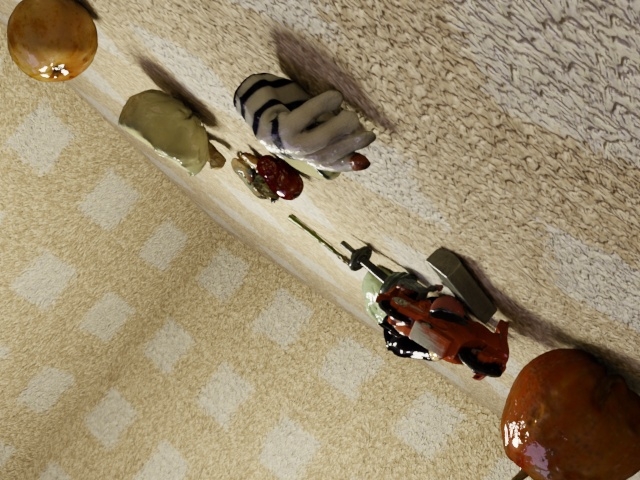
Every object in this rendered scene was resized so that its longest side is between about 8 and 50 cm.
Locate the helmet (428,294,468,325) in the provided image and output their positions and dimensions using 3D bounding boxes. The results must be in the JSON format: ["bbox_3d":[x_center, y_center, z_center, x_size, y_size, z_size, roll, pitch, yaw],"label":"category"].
[{"bbox_3d":[0.269,0.139,1.550,0.084,0.049,0.065,16,158,12],"label":"helmet"}]

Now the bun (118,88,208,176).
[{"bbox_3d":[-0.384,-0.287,1.929,0.259,0.152,0.259,34,179,1],"label":"bun"}]

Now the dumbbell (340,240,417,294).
[{"bbox_3d":[0.141,0.079,1.923,0.254,0.110,0.110,41,174,27],"label":"dumbbell"}]

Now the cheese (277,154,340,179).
[{"bbox_3d":[-0.047,-0.171,1.488,0.127,0.054,0.251,41,172,-22],"label":"cheese"}]

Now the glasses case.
[{"bbox_3d":[0.289,0.092,1.525,0.205,0.047,0.071,45,178,-43],"label":"glasses case"}]

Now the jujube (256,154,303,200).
[{"bbox_3d":[-0.096,-0.147,1.754,0.129,0.077,0.077,41,173,17],"label":"jujube"}]

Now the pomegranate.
[{"bbox_3d":[-0.621,-0.469,1.747,0.207,0.207,0.207,37,172,6],"label":"pomegranate"}]

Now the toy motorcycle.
[{"bbox_3d":[0.280,0.197,1.643,0.326,0.148,0.221,32,-161,32],"label":"toy motorcycle"}]

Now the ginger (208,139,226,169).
[{"bbox_3d":[-0.372,-0.285,2.129,0.334,0.081,0.148,32,174,31],"label":"ginger"}]

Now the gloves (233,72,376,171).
[{"bbox_3d":[-0.023,-0.169,1.158,0.218,0.131,0.140,45,176,13],"label":"gloves"}]

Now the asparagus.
[{"bbox_3d":[0.000,0.000,2.324,0.248,0.024,0.025,38,-146,-1],"label":"asparagus"}]

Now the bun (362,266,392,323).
[{"bbox_3d":[0.194,0.174,2.106,0.212,0.126,0.204,39,170,-6],"label":"bun"}]

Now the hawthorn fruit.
[{"bbox_3d":[0.461,0.364,1.425,0.277,0.298,0.277,42,-175,-4],"label":"hawthorn fruit"}]

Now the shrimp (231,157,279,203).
[{"bbox_3d":[-0.174,-0.170,2.027,0.145,0.059,0.254,51,172,-21],"label":"shrimp"}]

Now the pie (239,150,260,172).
[{"bbox_3d":[-0.133,-0.174,1.902,0.170,0.034,0.092,33,170,-6],"label":"pie"}]

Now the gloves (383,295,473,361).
[{"bbox_3d":[0.281,0.224,1.842,0.301,0.197,0.152,8,127,39],"label":"gloves"}]
